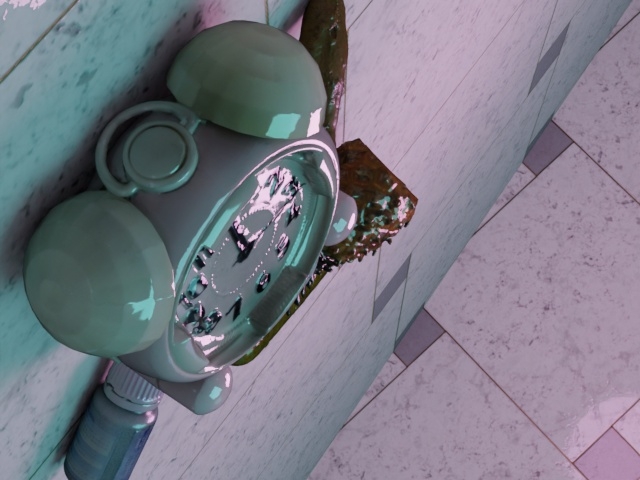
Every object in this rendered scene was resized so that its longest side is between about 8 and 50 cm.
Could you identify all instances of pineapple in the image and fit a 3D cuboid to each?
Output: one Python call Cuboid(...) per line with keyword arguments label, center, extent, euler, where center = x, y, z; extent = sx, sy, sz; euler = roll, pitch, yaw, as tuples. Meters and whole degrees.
Cuboid(label="pineapple", center=(0.000, 0.000, 1.663), extent=(0.278, 0.158, 0.158), euler=(-47, 167, 2))

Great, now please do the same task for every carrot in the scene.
Cuboid(label="carrot", center=(-0.048, 0.067, 1.812), extent=(0.358, 0.074, 0.074), euler=(-47, 164, -46))

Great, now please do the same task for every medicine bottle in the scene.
Cuboid(label="medicine bottle", center=(-0.234, 0.205, 1.426), extent=(0.203, 0.083, 0.083), euler=(-61, 166, 27))

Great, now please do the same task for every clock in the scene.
Cuboid(label="clock", center=(-0.113, -0.016, 1.155), extent=(0.342, 0.184, 0.326), euler=(-59, 163, -15))

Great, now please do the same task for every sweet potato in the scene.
Cuboid(label="sweet potato", center=(0.001, -0.182, 1.297), extent=(0.068, 0.060, 0.205), euler=(5, 83, -75))

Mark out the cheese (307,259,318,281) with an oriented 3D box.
Cuboid(label="cheese", center=(-0.088, 0.056, 1.515), extent=(0.270, 0.069, 0.177), euler=(-45, 154, -9))
